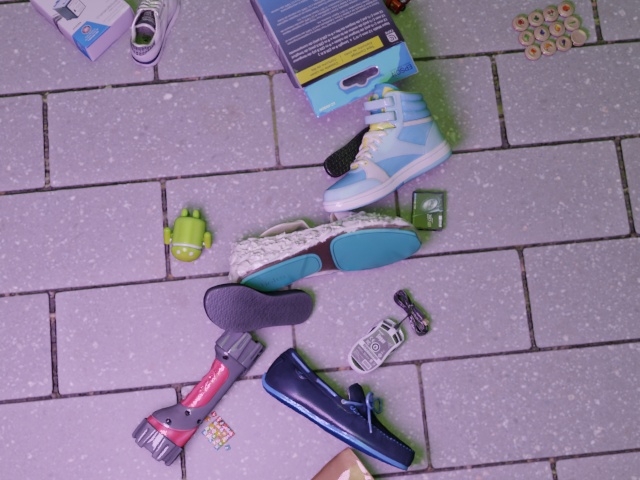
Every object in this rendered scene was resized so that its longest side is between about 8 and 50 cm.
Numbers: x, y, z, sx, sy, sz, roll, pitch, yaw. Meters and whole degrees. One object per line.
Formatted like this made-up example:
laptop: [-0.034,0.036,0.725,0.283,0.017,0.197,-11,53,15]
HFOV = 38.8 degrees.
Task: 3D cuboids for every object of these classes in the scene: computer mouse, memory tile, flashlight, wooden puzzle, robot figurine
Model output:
computer mouse: [0.131,0.199,1.883,0.193,0.042,0.106,-40,86,-14]
memory tile: [0.514,-0.470,2.040,0.148,0.012,0.113,-18,79,-5]
flashlight: [-0.245,0.302,1.826,0.103,0.103,0.304,36,81,10]
wooden puzzle: [-0.209,0.392,1.854,0.049,0.006,0.083,-42,82,-9]
robot figurine: [-0.277,-0.007,1.906,0.101,0.067,0.115,7,78,0]

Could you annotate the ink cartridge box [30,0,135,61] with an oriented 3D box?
ink cartridge box: [-0.525,-0.513,2.003,0.190,0.082,0.139,42,81,6]

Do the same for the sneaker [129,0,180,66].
sneaker: [-0.365,-0.503,1.997,0.090,0.095,0.235,7,77,3]

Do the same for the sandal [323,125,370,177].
sandal: [0.081,-0.193,1.959,0.179,0.040,0.067,-31,89,-15]

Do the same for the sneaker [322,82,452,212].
sneaker: [0.106,-0.201,1.877,0.319,0.127,0.208,-31,106,-24]

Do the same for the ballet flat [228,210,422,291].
ballet flat: [0.000,0.000,1.882,0.409,0.147,0.147,-14,79,-4]

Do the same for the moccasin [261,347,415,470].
moccasin: [0.047,0.329,1.806,0.342,0.138,0.117,32,75,5]

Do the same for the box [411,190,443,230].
box: [0.229,-0.063,1.948,0.067,0.018,0.083,4,78,1]

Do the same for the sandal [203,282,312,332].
sandal: [-0.132,0.134,1.831,0.254,0.054,0.097,9,101,-40]

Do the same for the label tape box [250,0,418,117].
label tape box: [0.024,-0.451,1.983,0.249,0.115,0.348,-26,82,-5]

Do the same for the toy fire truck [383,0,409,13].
toy fire truck: [0.184,-0.618,2.050,0.135,0.047,0.192,40,81,8]

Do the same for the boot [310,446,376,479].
boot: [0.023,0.579,1.778,0.269,0.089,0.236,-37,81,-9]
